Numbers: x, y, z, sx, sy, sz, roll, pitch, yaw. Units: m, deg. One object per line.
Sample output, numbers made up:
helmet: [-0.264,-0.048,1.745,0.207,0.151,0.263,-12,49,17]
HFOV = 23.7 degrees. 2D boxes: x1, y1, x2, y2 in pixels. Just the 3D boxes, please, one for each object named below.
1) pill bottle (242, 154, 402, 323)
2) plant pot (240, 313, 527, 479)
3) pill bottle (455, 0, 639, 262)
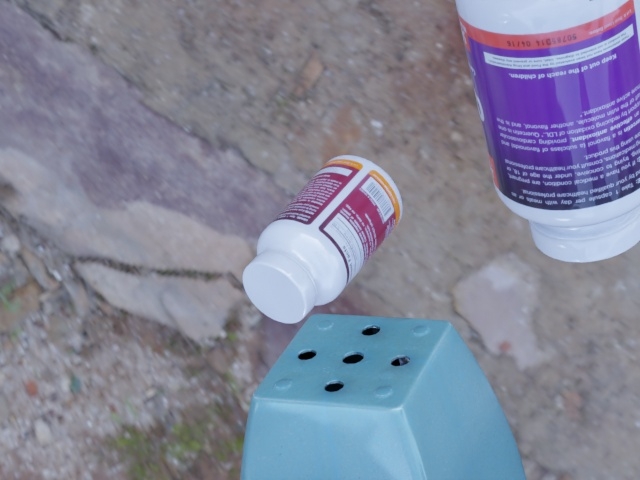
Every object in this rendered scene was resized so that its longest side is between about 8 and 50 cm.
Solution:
pill bottle: [0.000,0.000,1.313,0.152,0.086,0.086,-48,125,-38]
plant pot: [0.043,0.176,1.026,0.165,0.165,0.234,3,121,25]
pill bottle: [0.248,-0.142,1.532,0.181,0.181,0.323,-24,124,-13]
